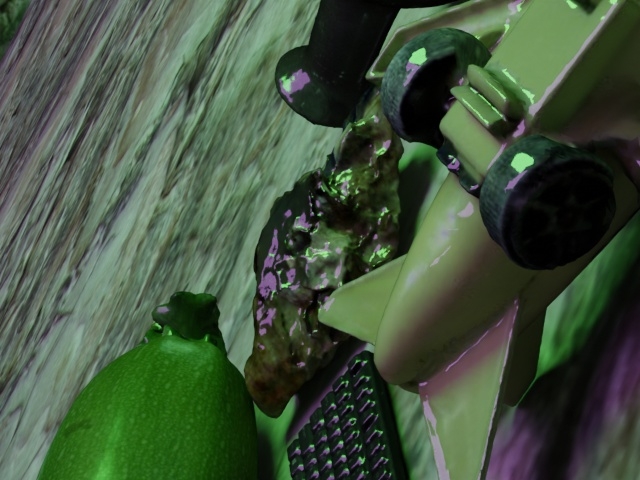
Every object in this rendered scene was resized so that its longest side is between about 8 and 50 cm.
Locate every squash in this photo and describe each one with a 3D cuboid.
[{"bbox_3d":[-0.077,0.151,0.667,0.101,0.101,0.379,-49,21,35],"label":"squash"}]

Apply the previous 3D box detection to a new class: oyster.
[{"bbox_3d":[-0.003,0.006,0.749,0.103,0.051,0.148,141,141,-65],"label":"oyster"}]

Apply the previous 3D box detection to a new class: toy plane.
[{"bbox_3d":[0.089,-0.046,0.514,0.256,0.104,0.242,-63,32,19],"label":"toy plane"}]

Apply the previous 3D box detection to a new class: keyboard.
[{"bbox_3d":[0.014,0.115,0.604,0.061,0.013,0.204,-56,19,21],"label":"keyboard"}]

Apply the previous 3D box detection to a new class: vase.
[{"bbox_3d":[0.026,-0.132,0.796,0.120,0.120,0.183,-81,8,-45],"label":"vase"}]
